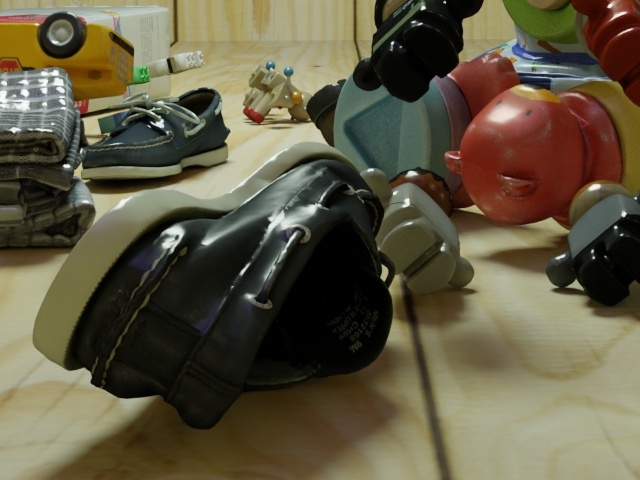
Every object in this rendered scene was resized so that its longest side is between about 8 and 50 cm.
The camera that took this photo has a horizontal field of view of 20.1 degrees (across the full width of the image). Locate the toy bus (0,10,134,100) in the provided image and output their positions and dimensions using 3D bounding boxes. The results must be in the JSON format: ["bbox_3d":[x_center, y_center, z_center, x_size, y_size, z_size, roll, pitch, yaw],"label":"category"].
[{"bbox_3d":[-0.374,-0.172,1.952,0.332,0.130,0.108,2,-7,10],"label":"toy bus"}]

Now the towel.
[{"bbox_3d":[-0.321,-0.066,1.428,0.283,0.121,0.235,-2,11,-7],"label":"towel"}]

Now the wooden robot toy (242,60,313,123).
[{"bbox_3d":[-0.044,-0.165,2.199,0.079,0.076,0.173,33,0,-18],"label":"wooden robot toy"}]

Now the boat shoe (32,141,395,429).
[{"bbox_3d":[-0.019,0.027,0.942,0.113,0.127,0.340,33,12,14],"label":"boat shoe"}]

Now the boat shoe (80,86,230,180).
[{"bbox_3d":[-0.156,-0.104,1.748,0.095,0.079,0.254,5,11,25],"label":"boat shoe"}]

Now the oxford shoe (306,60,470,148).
[{"bbox_3d":[0.102,-0.120,1.832,0.227,0.096,0.083,-15,-27,-26],"label":"oxford shoe"}]

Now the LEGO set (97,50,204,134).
[{"bbox_3d":[-0.187,-0.175,2.113,0.093,0.087,0.227,-12,4,28],"label":"LEGO set"}]

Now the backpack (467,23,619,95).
[{"bbox_3d":[0.260,-0.135,1.599,0.263,0.213,0.276,-6,8,36],"label":"backpack"}]

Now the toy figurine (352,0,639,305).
[{"bbox_3d":[0.128,-0.070,1.178,0.213,0.209,0.148,0,22,3],"label":"toy figurine"}]

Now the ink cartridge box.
[{"bbox_3d":[-0.359,-0.237,2.359,0.226,0.131,0.306,3,9,23],"label":"ink cartridge box"}]

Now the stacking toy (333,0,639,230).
[{"bbox_3d":[0.111,-0.142,1.415,0.130,0.279,0.309,-6,7,-34],"label":"stacking toy"}]
